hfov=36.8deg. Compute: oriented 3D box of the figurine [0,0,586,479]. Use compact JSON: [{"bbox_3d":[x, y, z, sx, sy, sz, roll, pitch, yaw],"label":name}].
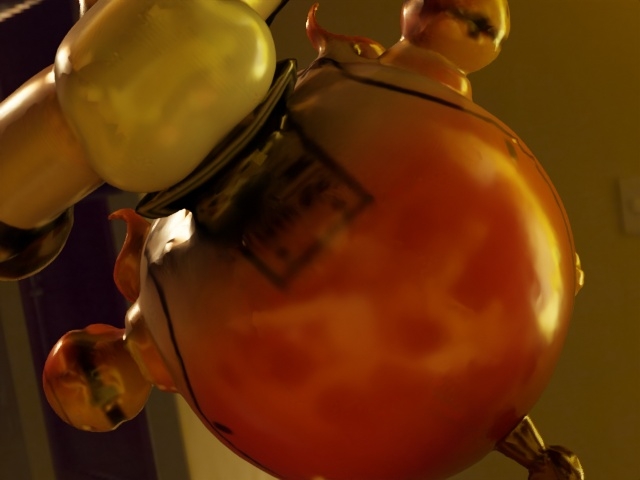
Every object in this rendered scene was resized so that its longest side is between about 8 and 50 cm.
[{"bbox_3d":[0.000,0.000,0.485,0.320,0.323,0.196,-46,-155,1],"label":"figurine"}]
